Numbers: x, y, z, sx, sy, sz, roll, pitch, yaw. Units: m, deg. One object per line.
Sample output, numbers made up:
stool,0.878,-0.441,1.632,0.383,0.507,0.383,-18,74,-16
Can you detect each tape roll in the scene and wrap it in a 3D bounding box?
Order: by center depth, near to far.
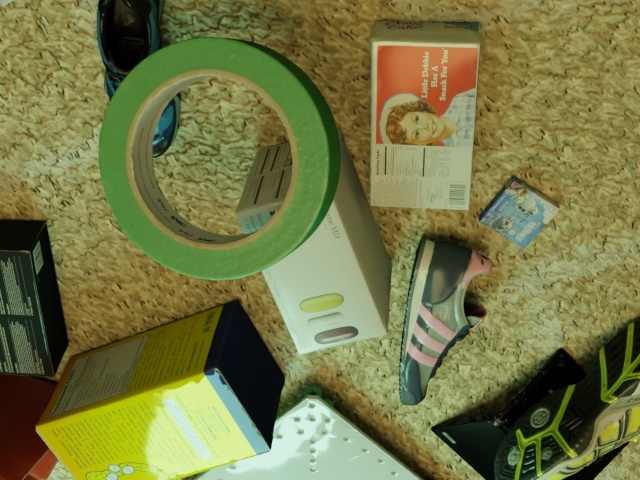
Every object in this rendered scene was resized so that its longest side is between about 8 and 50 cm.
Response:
tape roll,-0.137,-0.110,1.380,0.321,0.077,0.321,2,100,12

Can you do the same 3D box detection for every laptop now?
laptop,0.383,0.337,1.829,0.264,0.136,0.234,-46,109,1

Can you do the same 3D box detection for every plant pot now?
plant pot,-0.614,0.375,1.843,0.235,0.267,0.267,34,120,1

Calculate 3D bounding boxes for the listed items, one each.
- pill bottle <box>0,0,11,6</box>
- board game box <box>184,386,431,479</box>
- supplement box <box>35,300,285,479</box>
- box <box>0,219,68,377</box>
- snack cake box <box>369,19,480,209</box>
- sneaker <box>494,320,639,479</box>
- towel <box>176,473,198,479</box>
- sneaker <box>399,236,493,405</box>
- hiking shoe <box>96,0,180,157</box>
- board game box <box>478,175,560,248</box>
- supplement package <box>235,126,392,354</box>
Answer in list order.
pill bottle,-0.469,-0.410,1.423,0.087,0.087,0.160,-27,115,21
board game box,-0.011,0.486,1.934,0.390,0.050,0.390,41,116,-20
supplement box,-0.268,0.279,1.763,0.356,0.194,0.195,-19,117,18
box,-0.546,0.099,1.739,0.184,0.103,0.261,1,122,3
snack cake box,0.149,-0.180,1.492,0.152,0.089,0.264,4,122,7
sneaker,0.456,0.306,1.686,0.384,0.145,0.147,-41,120,11
towel,-0.346,0.445,1.973,0.197,0.029,0.144,-32,114,23
sneaker,0.200,0.149,1.676,0.131,0.112,0.319,8,123,5
hiking shoe,-0.275,-0.245,1.476,0.113,0.132,0.304,0,121,7
board game box,0.309,-0.043,1.598,0.090,0.020,0.090,29,120,-13
supplement package,0.000,0.000,1.552,0.145,0.204,0.262,-15,118,15
